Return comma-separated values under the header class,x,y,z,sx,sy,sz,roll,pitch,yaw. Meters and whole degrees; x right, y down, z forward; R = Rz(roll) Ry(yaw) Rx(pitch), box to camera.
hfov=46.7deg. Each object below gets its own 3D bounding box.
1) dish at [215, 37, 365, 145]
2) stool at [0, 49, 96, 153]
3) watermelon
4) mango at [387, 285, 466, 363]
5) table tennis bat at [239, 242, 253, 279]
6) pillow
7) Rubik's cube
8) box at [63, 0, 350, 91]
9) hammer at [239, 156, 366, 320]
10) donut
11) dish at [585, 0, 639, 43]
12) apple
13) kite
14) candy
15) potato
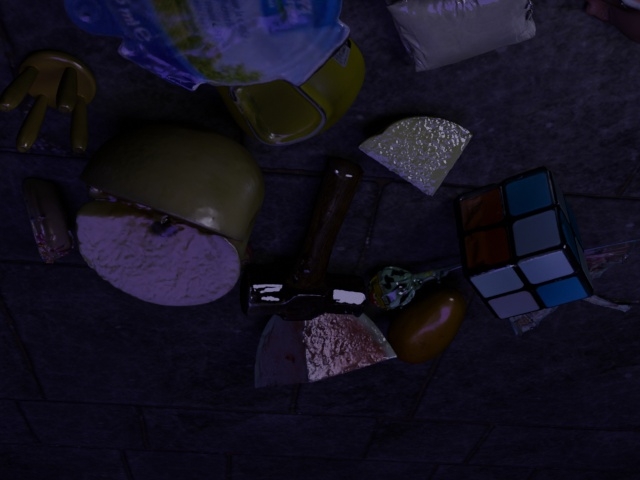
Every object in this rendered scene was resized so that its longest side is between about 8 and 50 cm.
class,x,y,z,sx,sy,sz,roll,pitch,yaw
dish,-0.060,-0.222,1.034,0.221,0.108,0.262,-18,140,21
stool,-0.389,-0.197,1.067,0.134,0.110,0.135,-30,135,33
watermelon,0.005,0.232,1.595,0.260,0.176,0.255,-7,133,-24
mango,0.221,0.179,1.562,0.139,0.113,0.253,11,140,-14
table tennis bat,-0.261,0.004,1.403,0.200,0.038,0.310,-25,140,28
pillow,0.180,-0.292,0.961,0.182,0.077,0.134,-12,142,17
Rubik's cube,0.348,0.009,1.278,0.180,0.183,0.167,-20,140,23
box,-0.117,-0.321,0.821,0.292,0.206,0.262,-6,142,10
hammer,0.000,0.000,1.357,0.243,0.095,0.408,3,137,-15
donut,-0.476,-0.025,1.311,0.065,0.108,0.165,-16,141,-19
dish,0.421,-0.320,0.910,0.214,0.090,0.213,0,143,0
apple,-0.224,-0.060,1.150,0.258,0.233,0.295,19,141,0
kite,0.501,0.104,1.542,0.369,0.014,0.406,15,141,-18
candy,0.238,0.063,1.455,0.306,0.083,0.091,-19,138,11
potato,0.147,-0.160,1.167,0.149,0.081,0.120,31,105,-12
